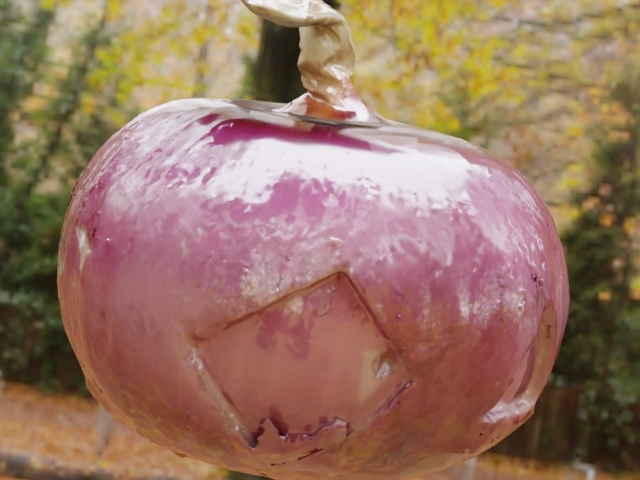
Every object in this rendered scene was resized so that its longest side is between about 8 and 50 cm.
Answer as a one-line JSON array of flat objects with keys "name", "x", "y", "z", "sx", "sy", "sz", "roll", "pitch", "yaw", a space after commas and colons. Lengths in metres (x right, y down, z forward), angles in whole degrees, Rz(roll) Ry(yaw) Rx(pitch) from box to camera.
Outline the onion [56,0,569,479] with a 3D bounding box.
[{"name": "onion", "x": -0.001, "y": 0.010, "z": 0.538, "sx": 0.177, "sy": 0.153, "sz": 0.177, "roll": 21, "pitch": -13, "yaw": 5}]
